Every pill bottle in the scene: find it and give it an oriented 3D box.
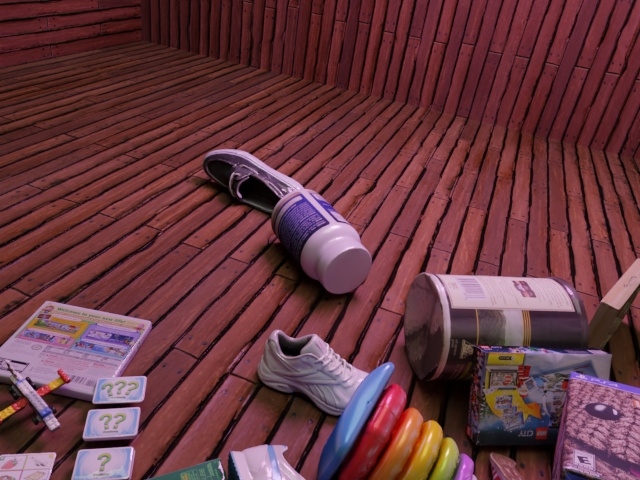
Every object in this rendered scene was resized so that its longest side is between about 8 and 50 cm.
[{"bbox_3d":[0.000,0.000,1.236,0.153,0.153,0.264,-9,35,-27],"label":"pill bottle"}]

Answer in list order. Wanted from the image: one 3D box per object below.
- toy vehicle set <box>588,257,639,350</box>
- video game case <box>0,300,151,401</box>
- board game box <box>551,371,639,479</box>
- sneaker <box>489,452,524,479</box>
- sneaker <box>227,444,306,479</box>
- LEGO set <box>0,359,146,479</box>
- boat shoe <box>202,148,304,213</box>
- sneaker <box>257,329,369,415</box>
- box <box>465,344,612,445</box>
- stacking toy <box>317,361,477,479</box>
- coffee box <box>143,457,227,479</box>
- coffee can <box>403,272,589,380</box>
[{"bbox_3d":[0.631,0.155,1.136,0.035,0.165,0.267,31,37,32],"label":"toy vehicle set"},{"bbox_3d":[-0.439,0.190,0.931,0.213,0.023,0.193,10,31,3],"label":"video game case"},{"bbox_3d":[0.437,0.321,0.694,0.232,0.141,0.291,10,14,25],"label":"board game box"},{"bbox_3d":[0.279,0.376,0.807,0.042,0.066,0.118,12,1,8],"label":"sneaker"},{"bbox_3d":[-0.049,0.364,0.688,0.092,0.087,0.228,-5,36,-26],"label":"sneaker"},{"bbox_3d":[-0.394,0.263,0.770,0.245,0.060,0.182,1,38,-9],"label":"LEGO set"},{"bbox_3d":[-0.205,-0.169,1.490,0.336,0.121,0.119,22,29,16],"label":"boat shoe"},{"bbox_3d":[0.002,0.221,0.906,0.232,0.115,0.090,14,31,8],"label":"sneaker"},{"bbox_3d":[0.370,0.262,0.894,0.233,0.159,0.044,4,5,-10],"label":"box"},{"bbox_3d":[0.159,0.334,0.753,0.302,0.165,0.175,30,50,12],"label":"stacking toy"},{"bbox_3d":[-0.205,0.365,0.686,0.184,0.040,0.113,-8,34,-27],"label":"coffee box"},{"bbox_3d":[0.322,0.165,1.002,0.276,0.201,0.201,3,31,-10],"label":"coffee can"}]
